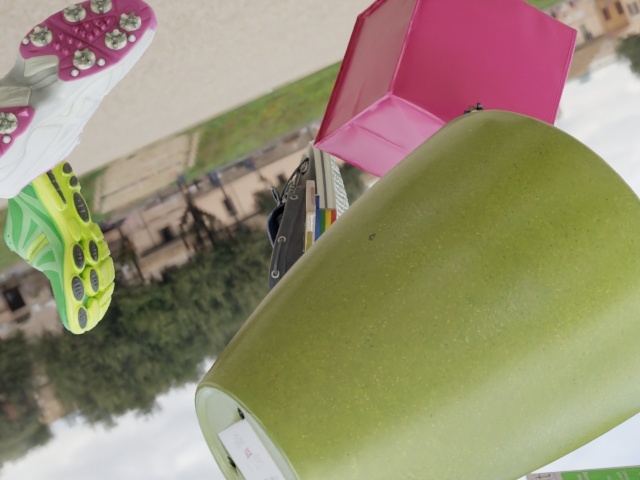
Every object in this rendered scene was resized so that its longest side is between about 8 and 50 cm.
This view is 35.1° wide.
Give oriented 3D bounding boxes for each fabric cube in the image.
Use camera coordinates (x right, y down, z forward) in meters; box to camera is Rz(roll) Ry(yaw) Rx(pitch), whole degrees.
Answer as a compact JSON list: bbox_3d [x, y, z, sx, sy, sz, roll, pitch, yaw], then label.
[{"bbox_3d":[0.181,-0.224,1.507,0.259,0.258,0.254,-26,-136,64],"label":"fabric cube"}]

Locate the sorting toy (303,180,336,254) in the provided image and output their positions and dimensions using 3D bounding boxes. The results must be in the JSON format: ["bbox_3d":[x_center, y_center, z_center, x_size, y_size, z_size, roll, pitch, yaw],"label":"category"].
[{"bbox_3d":[0.000,0.000,1.451,0.046,0.132,0.274,2,-158,-1],"label":"sorting toy"}]

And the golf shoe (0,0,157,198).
[{"bbox_3d":[-0.316,-0.172,1.208,0.306,0.115,0.140,-43,159,-16],"label":"golf shoe"}]

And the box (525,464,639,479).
[{"bbox_3d":[0.367,0.376,1.141,0.231,0.127,0.262,-4,-161,3],"label":"box"}]

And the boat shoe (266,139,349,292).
[{"bbox_3d":[-0.026,-0.039,1.984,0.156,0.187,0.500,-13,-144,10],"label":"boat shoe"}]

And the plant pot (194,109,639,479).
[{"bbox_3d":[0.066,0.087,0.743,0.293,0.275,0.275,-31,-171,-29],"label":"plant pot"}]

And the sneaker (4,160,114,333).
[{"bbox_3d":[-0.408,0.004,1.552,0.123,0.295,0.109,-23,172,29],"label":"sneaker"}]

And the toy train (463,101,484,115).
[{"bbox_3d":[0.191,-0.102,1.309,0.036,0.158,0.027,2,-157,-1],"label":"toy train"}]
